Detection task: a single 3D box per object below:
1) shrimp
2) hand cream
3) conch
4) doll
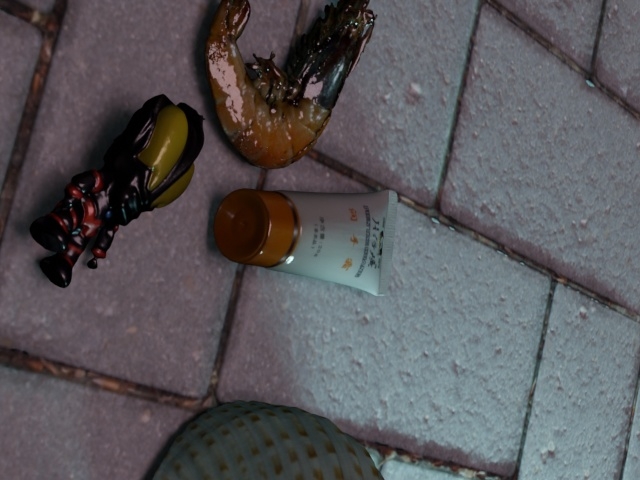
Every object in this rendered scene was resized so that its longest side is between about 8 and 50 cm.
[{"bbox_3d":[-0.038,-0.232,1.470,0.290,0.054,0.222,-56,129,-24],"label":"shrimp"},{"bbox_3d":[0.000,0.000,1.515,0.314,0.089,0.140,2,94,-55],"label":"hand cream"},{"bbox_3d":[-0.029,0.329,1.411,0.319,0.215,0.303,31,59,-45],"label":"conch"},{"bbox_3d":[-0.197,-0.058,1.287,0.088,0.127,0.249,42,54,-2],"label":"doll"}]
